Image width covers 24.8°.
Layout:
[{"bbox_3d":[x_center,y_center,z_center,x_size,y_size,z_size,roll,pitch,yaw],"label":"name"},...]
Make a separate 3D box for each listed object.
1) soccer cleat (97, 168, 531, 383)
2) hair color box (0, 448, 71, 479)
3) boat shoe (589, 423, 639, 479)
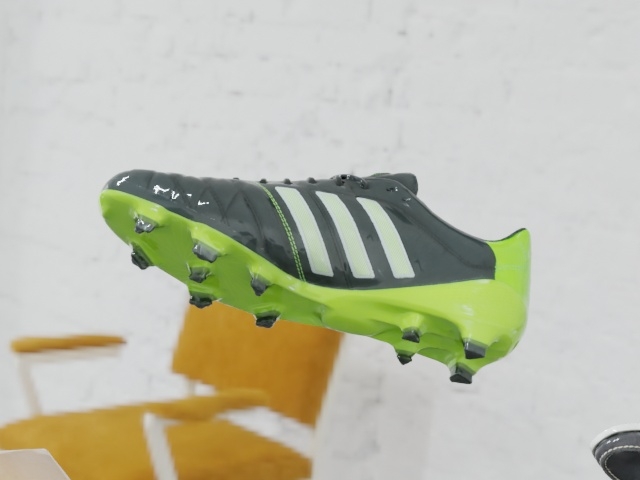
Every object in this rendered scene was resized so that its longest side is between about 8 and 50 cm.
[{"bbox_3d":[0.000,0.000,0.591,0.179,0.072,0.060,18,-30,-3],"label":"soccer cleat"},{"bbox_3d":[-0.138,0.143,0.291,0.185,0.110,0.339,47,14,23],"label":"hair color box"},{"bbox_3d":[0.207,0.144,0.841,0.125,0.046,0.038,30,37,-29],"label":"boat shoe"}]
